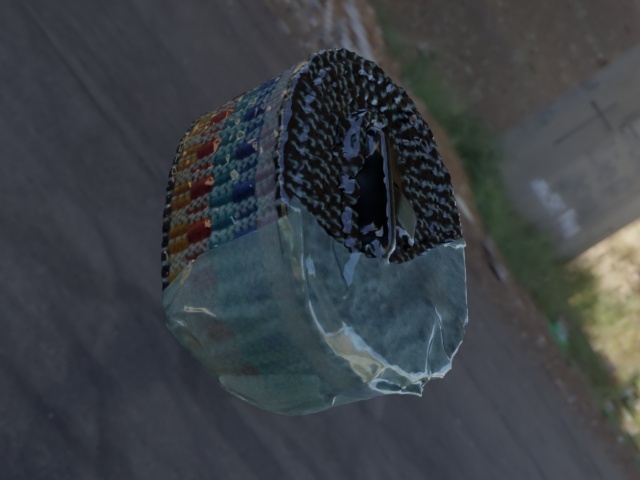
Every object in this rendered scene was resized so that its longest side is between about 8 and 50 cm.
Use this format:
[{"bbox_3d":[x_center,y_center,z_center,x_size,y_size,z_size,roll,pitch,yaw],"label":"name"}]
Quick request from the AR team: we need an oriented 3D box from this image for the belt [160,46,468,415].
[{"bbox_3d":[0.000,0.000,1.008,0.207,0.150,0.257,27,50,-39],"label":"belt"}]
